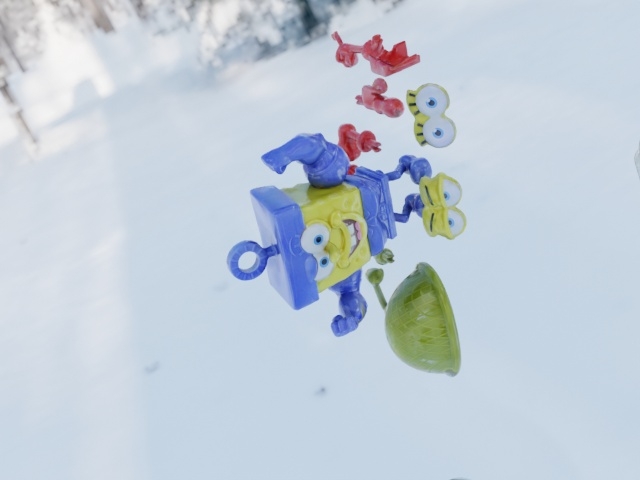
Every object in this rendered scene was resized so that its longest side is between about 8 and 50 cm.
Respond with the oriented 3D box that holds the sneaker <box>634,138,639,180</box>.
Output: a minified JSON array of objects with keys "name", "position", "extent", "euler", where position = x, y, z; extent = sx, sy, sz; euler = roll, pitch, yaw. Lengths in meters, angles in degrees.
[{"name":"sneaker","position":[0.422,-0.083,1.557],"extent":[0.064,0.086,0.192],"euler":[1,42,-6]}]

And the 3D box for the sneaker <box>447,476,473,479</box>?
[{"name":"sneaker","position":[0.042,0.268,0.576],"extent":[0.146,0.122,0.330],"euler":[15,66,43]}]

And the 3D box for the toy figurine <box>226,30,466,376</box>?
[{"name":"toy figurine","position":[0.000,0.000,1.260],"extent":[0.217,0.363,0.191],"euler":[-25,34,-24]}]
